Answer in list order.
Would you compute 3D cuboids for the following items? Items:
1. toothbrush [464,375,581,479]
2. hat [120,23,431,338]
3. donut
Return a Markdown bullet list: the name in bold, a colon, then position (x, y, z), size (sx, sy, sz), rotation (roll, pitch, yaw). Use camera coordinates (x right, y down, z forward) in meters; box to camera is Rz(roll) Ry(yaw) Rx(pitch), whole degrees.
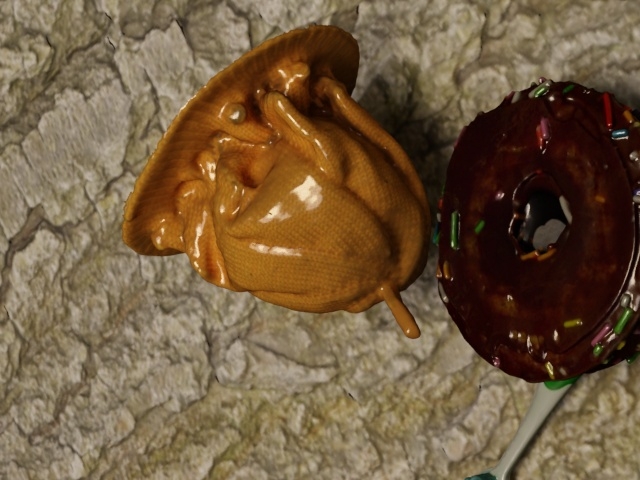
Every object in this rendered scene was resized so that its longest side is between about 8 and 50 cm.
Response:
- **toothbrush**: position (0.205, 0.076, 1.505), size (0.042, 0.040, 0.418), rotation (44, 118, 33)
- **hat**: position (0.000, 0.000, 1.506), size (0.233, 0.244, 0.233), rotation (50, 166, 27)
- **donut**: position (0.189, -0.006, 1.435), size (0.235, 0.089, 0.235), rotation (-10, 77, 49)
